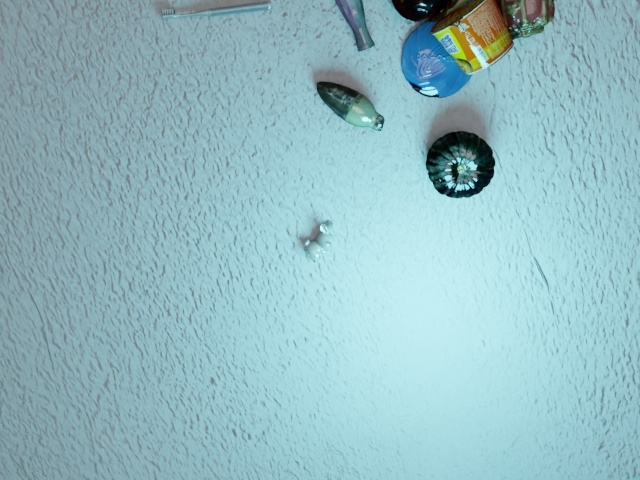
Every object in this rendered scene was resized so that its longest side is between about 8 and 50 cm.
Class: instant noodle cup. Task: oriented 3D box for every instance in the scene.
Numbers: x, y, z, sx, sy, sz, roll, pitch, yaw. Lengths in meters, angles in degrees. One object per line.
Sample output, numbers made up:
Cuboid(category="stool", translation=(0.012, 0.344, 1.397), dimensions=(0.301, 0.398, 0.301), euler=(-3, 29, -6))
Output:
Cuboid(category="instant noodle cup", translation=(0.456, -0.608, 1.696), dimensions=(0.213, 0.213, 0.174), euler=(-37, 109, 7))

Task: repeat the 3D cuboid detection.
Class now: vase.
Cuboid(category="vase", translation=(0.104, -0.688, 1.750), dimensions=(0.086, 0.086, 0.214), euler=(-22, 108, 3))

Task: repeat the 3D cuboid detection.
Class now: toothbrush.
Cuboid(category="toothbrush", translation=(-0.318, -0.704, 1.755), dimensions=(0.342, 0.025, 0.030), euler=(-4, 102, 0))

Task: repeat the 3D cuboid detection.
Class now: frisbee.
Cuboid(category="frisbee", translation=(0.375, -0.572, 1.805), dimensions=(0.241, 0.045, 0.242), euler=(0, 103, -1))

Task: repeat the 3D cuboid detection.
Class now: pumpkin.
Cuboid(category="pumpkin", translation=(0.445, -0.240, 1.830), dimensions=(0.220, 0.162, 0.221), euler=(2, 105, 9))

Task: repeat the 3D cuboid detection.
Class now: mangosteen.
Cuboid(category="mangosteen", translation=(0.305, -0.741, 1.688), dimensions=(0.209, 0.210, 0.210), euler=(-1, 104, -2))

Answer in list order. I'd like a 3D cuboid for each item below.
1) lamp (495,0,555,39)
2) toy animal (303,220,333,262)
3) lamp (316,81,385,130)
Cuboid(category="lamp", translation=(0.601, -0.745, 1.706), dimensions=(0.176, 0.177, 0.274), euler=(-10, 105, 0))
Cuboid(category="toy animal", translation=(0.004, 0.005, 1.921), dimensions=(0.124, 0.071, 0.085), euler=(-42, 84, 16))
Cuboid(category="lamp", translation=(0.093, -0.424, 1.806), dimensions=(0.250, 0.101, 0.101), euler=(31, 101, 3))
